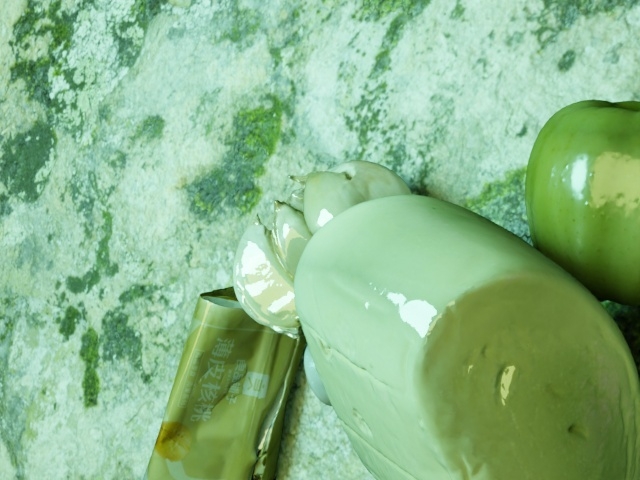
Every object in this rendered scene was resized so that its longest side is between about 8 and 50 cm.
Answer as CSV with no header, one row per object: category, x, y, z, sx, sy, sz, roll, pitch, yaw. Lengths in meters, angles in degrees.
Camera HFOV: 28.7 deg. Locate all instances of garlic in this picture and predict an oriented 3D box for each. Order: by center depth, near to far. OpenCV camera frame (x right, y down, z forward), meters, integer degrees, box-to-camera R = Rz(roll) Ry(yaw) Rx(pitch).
garlic,0.011,-0.005,1.790,0.281,0.184,0.203,-42,76,25

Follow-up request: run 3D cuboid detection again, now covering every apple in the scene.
apple,0.377,-0.048,1.506,0.279,0.279,0.279,-4,82,36

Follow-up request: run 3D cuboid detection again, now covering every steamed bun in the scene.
steamed bun,0.197,0.167,1.451,0.371,0.290,0.456,36,152,56

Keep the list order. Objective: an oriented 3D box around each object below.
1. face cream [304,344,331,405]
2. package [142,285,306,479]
face cream,0.042,0.178,1.795,0.104,0.117,0.117,-19,74,26
package,-0.125,0.240,1.885,0.165,0.221,0.311,20,98,15
